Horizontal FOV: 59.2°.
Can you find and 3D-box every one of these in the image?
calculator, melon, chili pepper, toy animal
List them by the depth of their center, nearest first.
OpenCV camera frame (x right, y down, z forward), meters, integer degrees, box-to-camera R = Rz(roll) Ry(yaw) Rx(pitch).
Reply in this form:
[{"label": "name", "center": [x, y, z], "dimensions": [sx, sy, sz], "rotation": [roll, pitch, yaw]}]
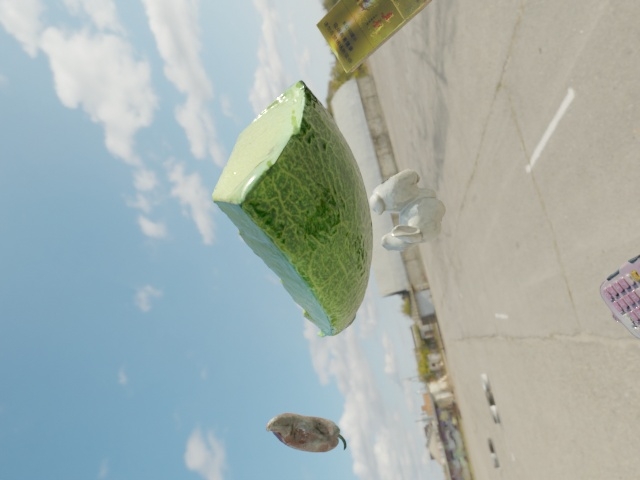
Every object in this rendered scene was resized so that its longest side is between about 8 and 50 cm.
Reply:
[{"label": "melon", "center": [0.000, 0.000, 0.666], "dimensions": [0.323, 0.124, 0.196], "rotation": [61, -142, -39]}, {"label": "chili pepper", "center": [-0.022, 0.282, 0.828], "dimensions": [0.153, 0.041, 0.050], "rotation": [19, -150, -32]}, {"label": "calculator", "center": [0.781, 0.131, 1.324], "dimensions": [0.194, 0.043, 0.294], "rotation": [56, 159, 19]}, {"label": "toy animal", "center": [0.216, -0.077, 1.440], "dimensions": [0.193, 0.178, 0.127], "rotation": [67, 156, 10]}]

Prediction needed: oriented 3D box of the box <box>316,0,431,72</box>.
[{"label": "box", "center": [0.070, -0.314, 0.777], "dimensions": [0.089, 0.156, 0.022], "rotation": [57, -141, -2]}]
